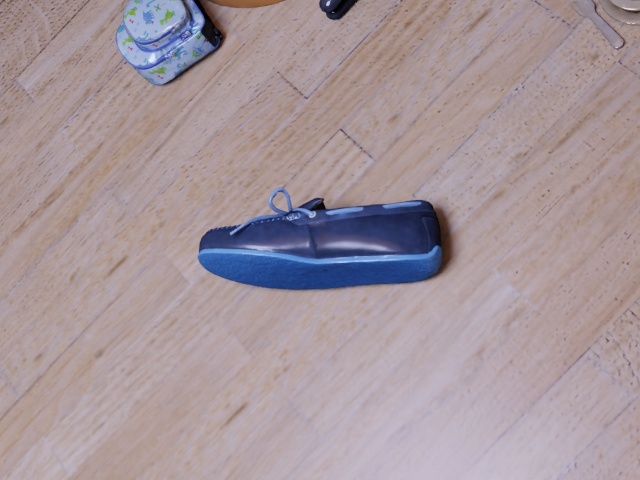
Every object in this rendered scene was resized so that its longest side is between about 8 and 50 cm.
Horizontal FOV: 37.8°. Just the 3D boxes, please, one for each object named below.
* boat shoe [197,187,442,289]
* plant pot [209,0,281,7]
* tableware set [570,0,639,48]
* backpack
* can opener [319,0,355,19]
[{"bbox_3d":[0.000,0.000,1.001,0.258,0.109,0.089,2,65,6],"label":"boat shoe"},{"bbox_3d":[-0.102,-0.459,1.129,0.290,0.203,0.291,-7,71,20],"label":"plant pot"},{"bbox_3d":[0.309,-0.311,1.001,0.128,0.039,0.194,-36,63,7],"label":"tableware set"},{"bbox_3d":[-0.199,-0.262,1.168,0.114,0.084,0.105,-37,60,10],"label":"backpack"},{"bbox_3d":[0.064,-0.339,1.100,0.186,0.059,0.073,-46,62,2],"label":"can opener"}]
